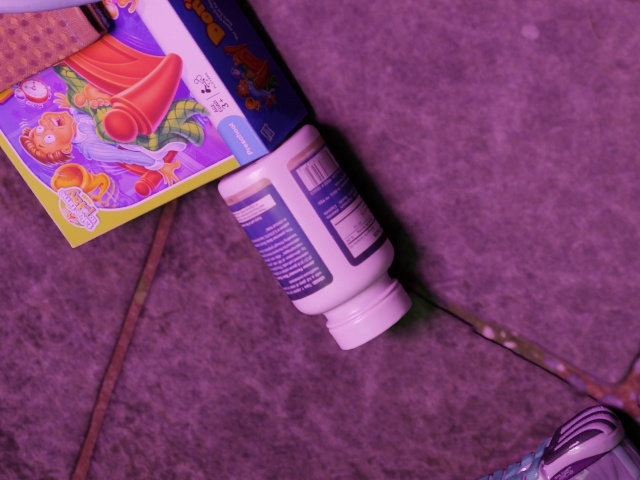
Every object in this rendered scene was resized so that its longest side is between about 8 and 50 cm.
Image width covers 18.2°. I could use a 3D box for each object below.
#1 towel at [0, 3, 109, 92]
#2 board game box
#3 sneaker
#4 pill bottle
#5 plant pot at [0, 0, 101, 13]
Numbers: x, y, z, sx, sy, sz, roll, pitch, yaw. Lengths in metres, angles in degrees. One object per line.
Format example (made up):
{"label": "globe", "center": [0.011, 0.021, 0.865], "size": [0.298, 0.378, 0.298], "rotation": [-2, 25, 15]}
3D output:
{"label": "towel", "center": [-0.363, -0.260, 1.543], "size": [0.271, 0.040, 0.370], "rotation": [-24, 111, 31]}
{"label": "board game box", "center": [-0.202, -0.187, 1.605], "size": [0.233, 0.078, 0.347], "rotation": [-24, 106, 37]}
{"label": "sneaker", "center": [0.181, 0.230, 1.639], "size": [0.098, 0.083, 0.223], "rotation": [46, 126, -6]}
{"label": "pill bottle", "center": [0.000, 0.000, 1.605], "size": [0.094, 0.094, 0.169], "rotation": [-28, 100, 35]}
{"label": "plant pot", "center": [-0.174, -0.280, 1.375], "size": [0.252, 0.248, 0.247], "rotation": [-26, 103, 5]}
